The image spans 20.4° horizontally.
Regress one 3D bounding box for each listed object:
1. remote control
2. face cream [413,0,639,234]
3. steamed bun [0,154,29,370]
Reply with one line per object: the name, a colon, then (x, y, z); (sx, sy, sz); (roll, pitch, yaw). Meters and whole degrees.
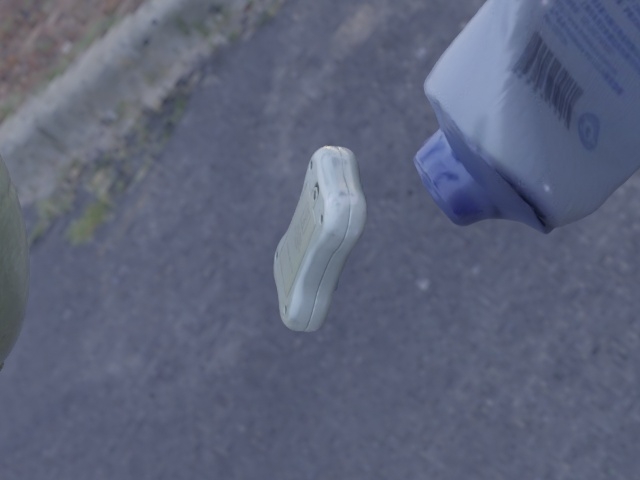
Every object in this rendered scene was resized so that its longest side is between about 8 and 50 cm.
remote control: (0.000, 0.000, 1.142); (0.122, 0.032, 0.074); (113, 155, -43)
face cream: (0.241, -0.165, 1.274); (0.420, 0.235, 0.137); (-41, 41, 8)
steamed bun: (-0.350, 0.035, 1.380); (0.272, 0.273, 0.290); (-21, 19, 34)
